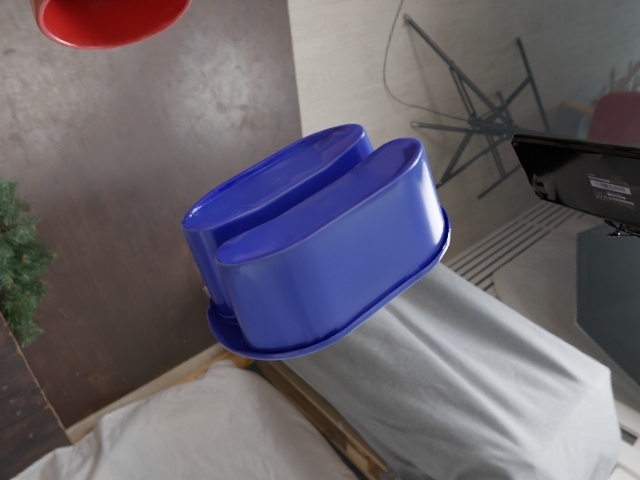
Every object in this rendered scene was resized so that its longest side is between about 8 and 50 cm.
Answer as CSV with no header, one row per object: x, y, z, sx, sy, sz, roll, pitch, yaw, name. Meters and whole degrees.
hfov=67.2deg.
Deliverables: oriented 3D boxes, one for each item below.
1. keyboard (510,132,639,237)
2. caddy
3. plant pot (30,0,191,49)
0.234,-0.041,0.363,0.038,0.192,0.100,-38,116,-4,keyboard
0.000,0.000,0.608,0.341,0.241,0.179,-33,124,-18,caddy
-0.400,-0.514,0.848,0.275,0.275,0.243,-24,92,-32,plant pot
